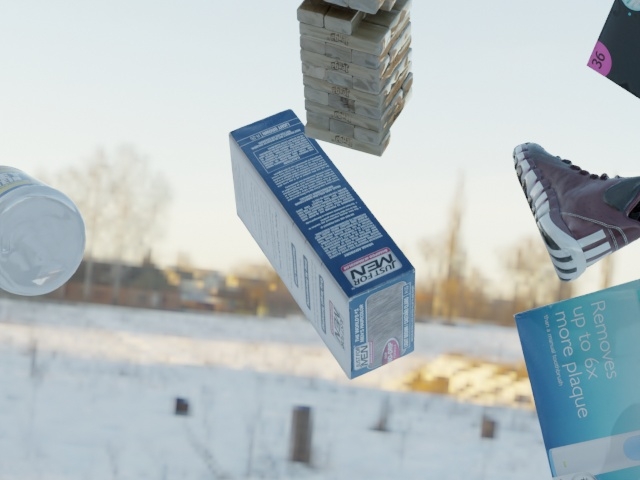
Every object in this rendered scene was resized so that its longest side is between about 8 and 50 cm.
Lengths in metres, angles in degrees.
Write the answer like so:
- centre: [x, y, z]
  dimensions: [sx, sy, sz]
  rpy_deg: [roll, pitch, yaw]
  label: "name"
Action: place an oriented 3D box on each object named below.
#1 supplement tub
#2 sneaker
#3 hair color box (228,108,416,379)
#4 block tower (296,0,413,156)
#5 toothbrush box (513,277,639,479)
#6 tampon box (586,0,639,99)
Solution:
- centre: [-0.408, -0.019, 2.062]
  dimensions: [0.144, 0.144, 0.200]
  rpy_deg: [9, 9, -34]
  label: "supplement tub"
- centre: [0.351, -0.058, 2.027]
  dimensions: [0.163, 0.106, 0.281]
  rpy_deg: [-22, 33, 7]
  label: "sneaker"
- centre: [0.000, 0.000, 2.119]
  dimensions: [0.105, 0.347, 0.174]
  rpy_deg: [-23, -38, -16]
  label: "hair color box"
- centre: [0.034, -0.243, 1.547]
  dimensions: [0.091, 0.097, 0.335]
  rpy_deg: [17, -42, 19]
  label: "block tower"
- centre: [0.369, 0.140, 1.573]
  dimensions: [0.296, 0.216, 0.126]
  rpy_deg: [-18, -11, 34]
  label: "toothbrush box"
- centre: [0.360, -0.189, 1.499]
  dimensions: [0.161, 0.120, 0.101]
  rpy_deg: [35, 43, 21]
  label: "tampon box"
